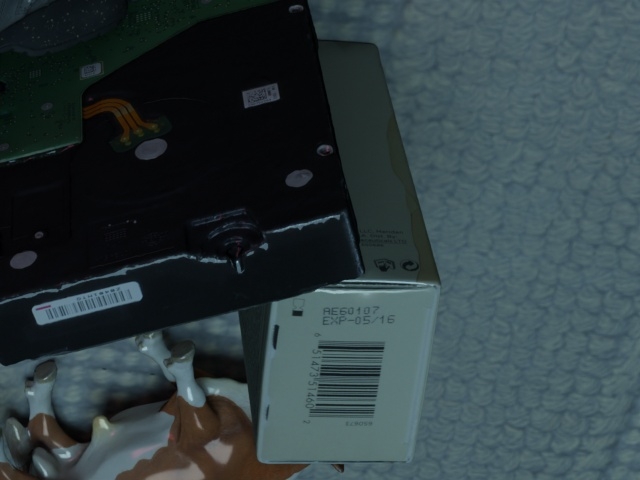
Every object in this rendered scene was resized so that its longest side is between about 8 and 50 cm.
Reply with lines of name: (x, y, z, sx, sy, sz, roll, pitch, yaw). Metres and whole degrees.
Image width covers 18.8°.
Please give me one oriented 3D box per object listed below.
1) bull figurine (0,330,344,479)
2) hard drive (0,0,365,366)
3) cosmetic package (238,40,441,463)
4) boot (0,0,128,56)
bull figurine: (-0.128, 0.164, 1.602, 0.310, 0.101, 0.188, -26, 121, 9)
hard drive: (-0.108, -0.067, 1.290, 0.237, 0.339, 0.064, -15, 128, 2)
cosmetic package: (0.000, 0.000, 1.370, 0.113, 0.309, 0.160, 2, 126, -8)
boot: (-0.255, -0.205, 1.232, 0.118, 0.338, 0.223, 24, 131, 26)
